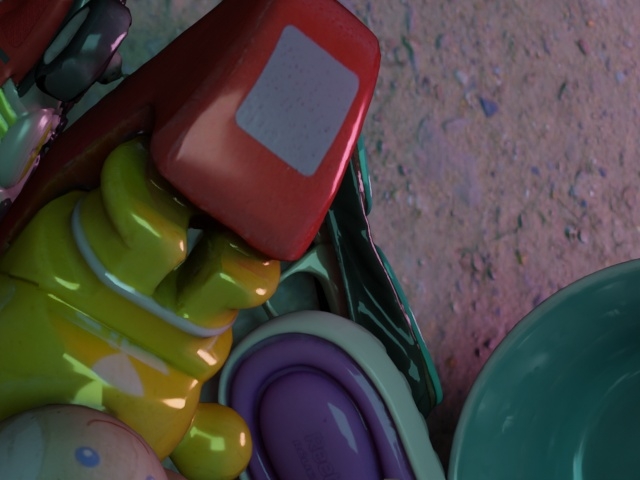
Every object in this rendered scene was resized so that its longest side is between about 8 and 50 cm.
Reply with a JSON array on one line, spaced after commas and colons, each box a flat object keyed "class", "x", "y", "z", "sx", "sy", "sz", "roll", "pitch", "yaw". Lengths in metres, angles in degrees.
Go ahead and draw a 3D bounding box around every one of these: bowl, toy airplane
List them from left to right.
[{"class": "toy airplane", "x": -0.141, "y": 0.090, "z": 0.490, "sx": 0.386, "sy": 0.272, "sz": 0.384, "roll": -9, "pitch": 112, "yaw": -14}, {"class": "bowl", "x": 0.253, "y": 0.170, "z": 0.738, "sx": 0.163, "sy": 0.311, "sz": 0.312, "roll": 15, "pitch": 69, "yaw": -69}]

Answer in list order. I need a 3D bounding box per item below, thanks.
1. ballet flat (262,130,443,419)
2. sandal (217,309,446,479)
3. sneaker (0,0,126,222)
[{"class": "ballet flat", "x": 0.000, "y": 0.000, "z": 0.731, "sx": 0.096, "sy": 0.095, "sz": 0.280, "roll": -17, "pitch": 89, "yaw": -15}, {"class": "sandal", "x": 0.042, "y": 0.245, "z": 0.663, "sx": 0.416, "sy": 0.169, "sz": 0.102, "roll": 60, "pitch": 25, "yaw": 4}, {"class": "sneaker", "x": -0.190, "y": -0.106, "z": 0.620, "sx": 0.118, "sy": 0.107, "sz": 0.279, "roll": 30, "pitch": 89, "yaw": -10}]
